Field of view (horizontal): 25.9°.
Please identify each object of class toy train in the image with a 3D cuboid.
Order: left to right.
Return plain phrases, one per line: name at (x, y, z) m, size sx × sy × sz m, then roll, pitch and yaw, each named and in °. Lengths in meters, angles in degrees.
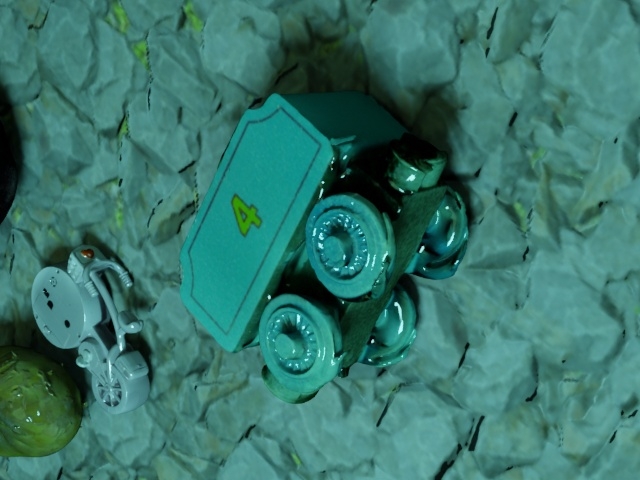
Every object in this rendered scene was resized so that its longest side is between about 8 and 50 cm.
toy train at (0.000, 0.000, 0.870) m, size 0.154 × 0.107 × 0.198 m, roll 44°, pitch 123°, yaw 28°

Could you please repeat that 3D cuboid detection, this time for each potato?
potato at (-0.237, 0.126, 1.089) m, size 0.138 × 0.070 × 0.092 m, roll -4°, pitch 113°, yaw 49°

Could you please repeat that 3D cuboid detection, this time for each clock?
clock at (-0.167, 0.066, 1.043) m, size 0.129 × 0.041 × 0.087 m, roll 55°, pitch 129°, yaw 18°

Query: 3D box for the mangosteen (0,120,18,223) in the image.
mangosteen at (-0.300, -0.051, 1.068) m, size 0.137 × 0.137 × 0.151 m, roll 68°, pitch 161°, yaw 2°
